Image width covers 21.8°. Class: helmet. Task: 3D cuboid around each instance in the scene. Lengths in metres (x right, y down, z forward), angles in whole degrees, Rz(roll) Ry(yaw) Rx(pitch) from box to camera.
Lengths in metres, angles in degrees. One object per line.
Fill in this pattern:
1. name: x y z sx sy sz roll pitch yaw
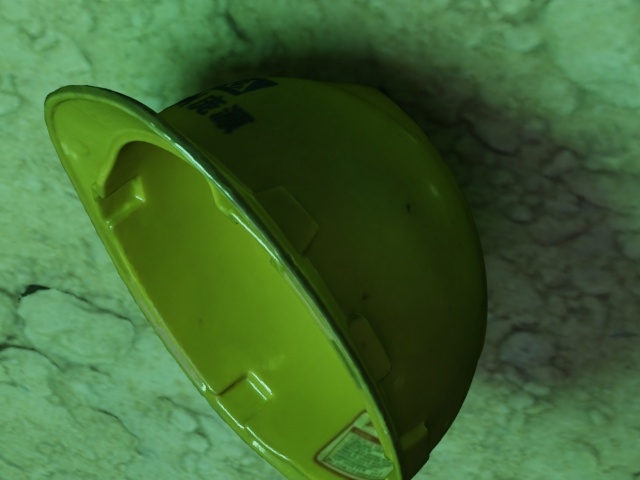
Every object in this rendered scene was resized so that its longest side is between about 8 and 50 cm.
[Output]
1. helmet: 0.000 0.000 0.790 0.205 0.140 0.257 12 135 56
